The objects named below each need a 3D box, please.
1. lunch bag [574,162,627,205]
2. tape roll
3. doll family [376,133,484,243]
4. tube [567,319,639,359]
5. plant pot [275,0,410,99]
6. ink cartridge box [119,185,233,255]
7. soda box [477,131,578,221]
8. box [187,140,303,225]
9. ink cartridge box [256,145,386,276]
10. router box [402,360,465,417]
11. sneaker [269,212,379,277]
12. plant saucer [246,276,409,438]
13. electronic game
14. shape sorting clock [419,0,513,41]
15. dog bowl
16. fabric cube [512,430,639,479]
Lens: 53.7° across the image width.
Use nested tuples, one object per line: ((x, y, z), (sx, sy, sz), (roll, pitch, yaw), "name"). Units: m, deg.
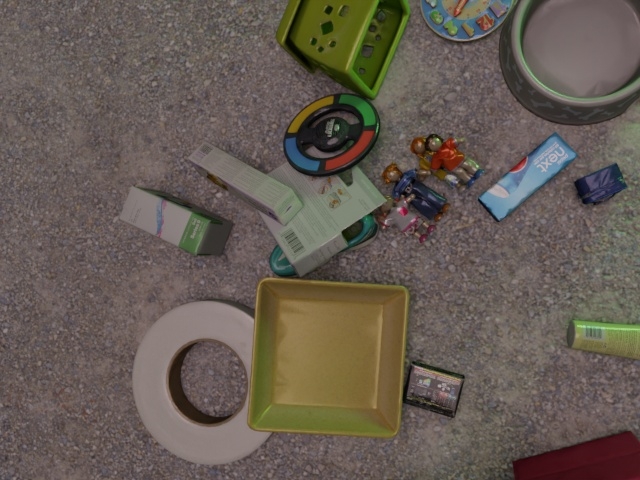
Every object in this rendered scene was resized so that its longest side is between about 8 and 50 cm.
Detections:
((0.584, -0.112, 1.324), (0.098, 0.067, 0.065), (-25, 83, 12), "lunch bag")
((-0.258, 0.331, 1.507), (0.391, 0.072, 0.392), (0, 88, 13), "tape roll")
((0.225, -0.131, 1.395), (0.163, 0.118, 0.263), (38, 110, 0), "doll family")
((0.643, 0.211, 1.316), (0.240, 0.062, 0.070), (6, 134, 8), "tube")
((0.044, -0.465, 1.378), (0.207, 0.228, 0.227), (24, 94, 19), "plant pot")
((-0.336, -0.045, 1.487), (0.212, 0.154, 0.093), (22, 94, 12), "ink cartridge box")
((0.441, -0.133, 1.357), (0.210, 0.067, 0.071), (-41, 81, 8), "soda box")
((-0.177, -0.134, 1.426), (0.324, 0.063, 0.067), (30, 73, 36), "box")
((-0.012, -0.085, 1.399), (0.238, 0.060, 0.275), (-32, 50, -3), "ink cartridge box")
((0.251, 0.331, 1.408), (0.122, 0.038, 0.092), (15, 93, 12), "router box")
((0.000, 0.000, 1.433), (0.275, 0.110, 0.107), (-26, 84, 12), "sneaker")
((0.016, 0.252, 1.396), (0.332, 0.081, 0.333), (4, 91, -3), "plant saucer")
((0.023, -0.240, 1.419), (0.229, 0.048, 0.229), (-11, 56, 17), "electronic game")
((0.324, -0.543, 1.403), (0.206, 0.040, 0.206), (0, 89, 12), "shape sorting clock")
((0.553, -0.421, 1.319), (0.348, 0.102, 0.349), (0, 89, 13), "dog bowl")
((0.544, 0.557, 1.229), (0.258, 0.259, 0.254), (-21, 85, 14), "fabric cube")
